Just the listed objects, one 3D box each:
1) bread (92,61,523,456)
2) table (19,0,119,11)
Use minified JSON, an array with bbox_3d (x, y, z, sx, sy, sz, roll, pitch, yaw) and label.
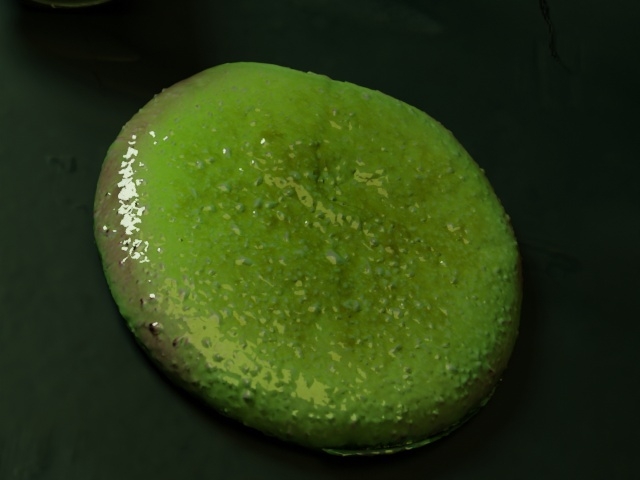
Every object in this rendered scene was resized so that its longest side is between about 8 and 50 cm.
[{"bbox_3d":[-0.003,0.004,1.143,0.301,0.045,0.301,10,54,-14],"label":"bread"},{"bbox_3d":[-0.180,-0.280,1.221,0.126,0.126,0.220,1,56,-21],"label":"table"}]
